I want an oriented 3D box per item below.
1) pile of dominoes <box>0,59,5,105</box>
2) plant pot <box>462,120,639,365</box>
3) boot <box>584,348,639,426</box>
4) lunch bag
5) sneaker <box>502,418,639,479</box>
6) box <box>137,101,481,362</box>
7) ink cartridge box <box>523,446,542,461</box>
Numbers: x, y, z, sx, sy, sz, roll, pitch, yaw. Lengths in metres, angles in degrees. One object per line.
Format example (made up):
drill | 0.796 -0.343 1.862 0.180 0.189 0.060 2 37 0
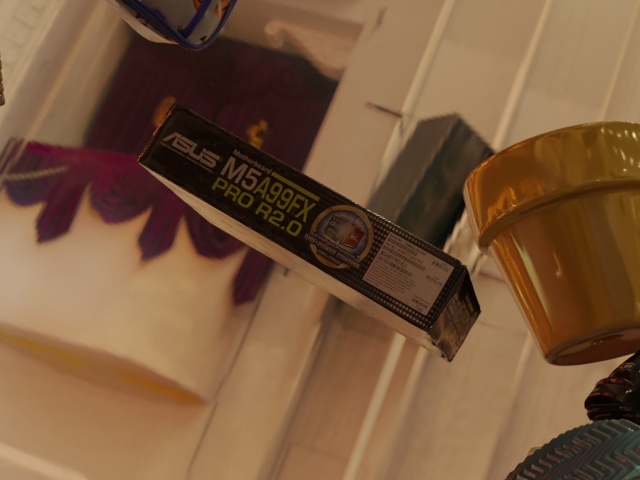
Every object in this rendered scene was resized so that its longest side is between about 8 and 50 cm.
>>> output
pile of dominoes | -0.332 -0.093 0.715 0.251 0.040 0.196 -10 19 -26
plant pot | 0.321 0.017 1.390 0.254 0.239 0.254 -10 -19 -3
boot | 0.377 0.171 1.081 0.246 0.207 0.094 56 -27 -10
lunch bag | -0.165 -0.404 1.424 0.115 0.303 0.243 18 -13 43
sneaker | 0.144 0.194 0.702 0.092 0.087 0.229 39 -53 0
box | 0.000 0.000 0.958 0.270 0.060 0.216 30 -5 16
ink cartridge box | 0.184 0.379 0.827 0.071 0.330 0.324 6 -58 -25
